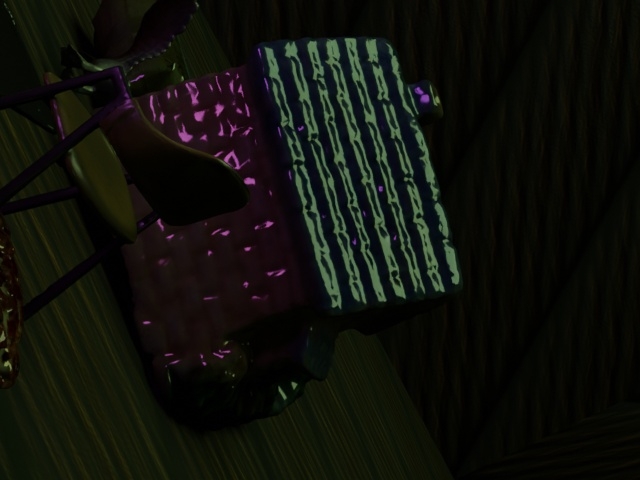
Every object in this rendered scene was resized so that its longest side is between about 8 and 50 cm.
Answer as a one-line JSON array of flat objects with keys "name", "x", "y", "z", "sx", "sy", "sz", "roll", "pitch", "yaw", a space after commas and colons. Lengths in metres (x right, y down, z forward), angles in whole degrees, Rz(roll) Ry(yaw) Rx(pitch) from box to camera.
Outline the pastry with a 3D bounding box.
[{"name": "pastry", "x": -0.272, "y": 0.029, "z": 1.111, "sx": 0.208, "sy": 0.097, "sz": 0.115, "roll": -109, "pitch": 180, "yaw": -58}]

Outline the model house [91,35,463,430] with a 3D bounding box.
[{"name": "model house", "x": 0.000, "y": 0.000, "z": 1.862, "sx": 0.445, "sy": 0.400, "sz": 0.395, "roll": 44, "pitch": 26, "yaw": -71}]

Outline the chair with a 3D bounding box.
[{"name": "chair", "x": -0.201, "y": -0.057, "z": 1.319, "sx": 0.172, "sy": 0.247, "sz": 0.159, "roll": 67, "pitch": 6, "yaw": 34}]

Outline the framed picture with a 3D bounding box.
[{"name": "framed picture", "x": -0.389, "y": -0.259, "z": 1.649, "sx": 0.244, "sy": 0.013, "sz": 0.324, "roll": 65, "pitch": 7, "yaw": 14}]

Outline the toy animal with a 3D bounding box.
[{"name": "toy animal", "x": -0.275, "y": -0.222, "z": 1.943, "sx": 0.197, "sy": 0.272, "sz": 0.160, "roll": 28, "pitch": 15, "yaw": 19}]

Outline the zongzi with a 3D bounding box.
[{"name": "zongzi", "x": -0.240, "y": -0.205, "z": 2.190, "sx": 0.274, "sy": 0.125, "sz": 0.251, "roll": 73, "pitch": 0, "yaw": -46}]
